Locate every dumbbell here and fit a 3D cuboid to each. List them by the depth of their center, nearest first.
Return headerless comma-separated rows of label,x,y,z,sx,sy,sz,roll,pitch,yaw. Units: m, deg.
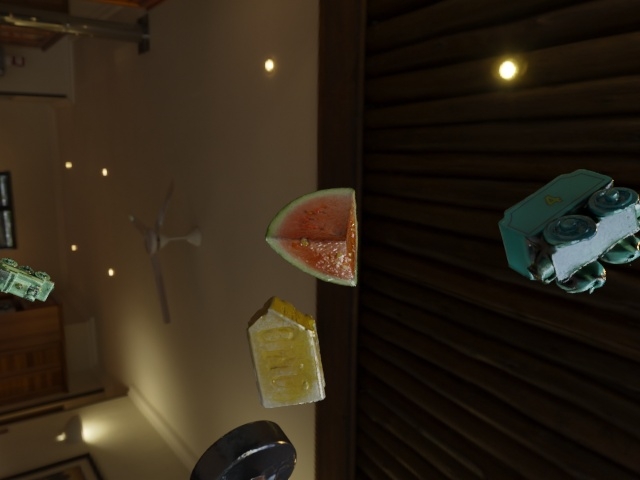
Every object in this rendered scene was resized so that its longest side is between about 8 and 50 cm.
dumbbell,-0.062,0.368,0.741,0.218,0.153,0.152,41,-52,41

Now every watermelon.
watermelon,0.000,0.000,0.679,0.094,0.135,0.125,19,-71,62

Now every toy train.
toy train,-0.396,0.053,0.737,0.033,0.083,0.053,-59,-156,5
toy train,0.354,-0.015,0.792,0.154,0.198,0.107,41,-20,58

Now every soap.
soap,-0.084,0.259,1.318,0.080,0.160,0.257,-98,178,-72
